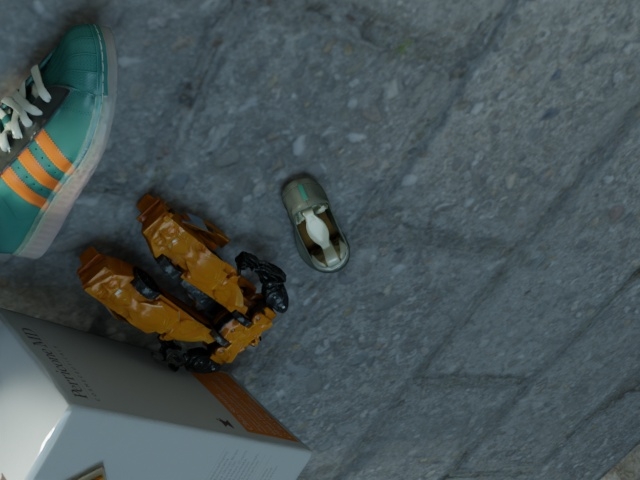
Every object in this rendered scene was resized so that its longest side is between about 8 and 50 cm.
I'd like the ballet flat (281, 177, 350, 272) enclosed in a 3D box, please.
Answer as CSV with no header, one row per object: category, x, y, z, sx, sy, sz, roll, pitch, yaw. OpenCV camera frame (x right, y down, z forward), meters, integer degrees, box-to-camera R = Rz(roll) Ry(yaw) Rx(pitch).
ballet flat,0.000,0.000,1.100,0.072,0.068,0.213,-27,139,-1

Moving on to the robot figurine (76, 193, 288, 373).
robot figurine,-0.171,0.069,1.058,0.211,0.085,0.291,-41,137,4

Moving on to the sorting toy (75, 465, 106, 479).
sorting toy,-0.271,0.290,0.862,0.083,0.012,0.062,-23,130,-34

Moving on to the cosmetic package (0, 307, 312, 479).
cosmetic package,-0.244,0.259,1.058,0.453,0.230,0.161,29,94,-51

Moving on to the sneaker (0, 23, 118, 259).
sneaker,-0.307,-0.097,0.809,0.121,0.108,0.302,8,129,-39
